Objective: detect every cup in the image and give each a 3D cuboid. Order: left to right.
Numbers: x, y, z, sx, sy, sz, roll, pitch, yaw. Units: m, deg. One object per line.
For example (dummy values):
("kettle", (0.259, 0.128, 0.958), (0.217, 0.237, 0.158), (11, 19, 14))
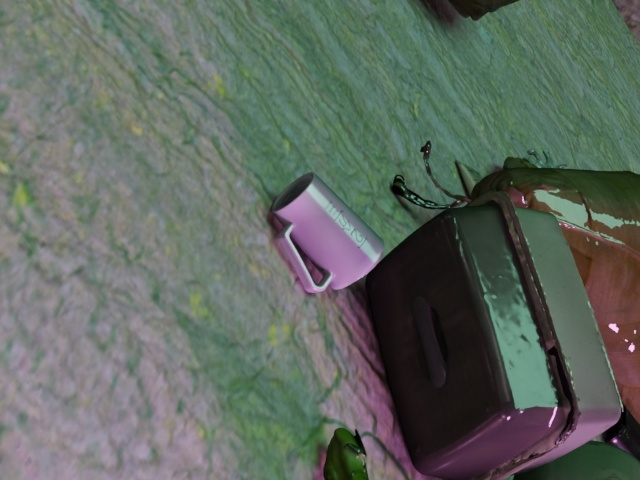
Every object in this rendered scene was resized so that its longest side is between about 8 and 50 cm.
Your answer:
("cup", (0.000, 0.000, 1.300), (0.116, 0.074, 0.104), (48, 58, -19))

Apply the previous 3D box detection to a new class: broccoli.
("broccoli", (0.029, 0.241, 1.092), (0.122, 0.118, 0.204), (37, 18, -21))

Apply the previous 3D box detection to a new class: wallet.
("wallet", (0.533, 0.355, 1.919), (0.318, 0.045, 0.172), (53, 29, -20))

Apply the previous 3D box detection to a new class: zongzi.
("zongzi", (0.313, 0.077, 1.632), (0.447, 0.181, 0.418), (3, 82, -31))

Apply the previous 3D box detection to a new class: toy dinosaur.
("toy dinosaur", (0.384, -0.114, 2.107), (0.209, 0.039, 0.082), (-13, 76, -63))

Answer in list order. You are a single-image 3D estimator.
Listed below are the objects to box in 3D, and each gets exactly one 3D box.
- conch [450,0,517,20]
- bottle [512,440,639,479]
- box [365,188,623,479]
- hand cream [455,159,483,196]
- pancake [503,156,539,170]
("conch", (0.285, -0.491, 2.008), (0.210, 0.352, 0.297), (-100, 172, -49))
("bottle", (0.273, 0.377, 1.306), (0.168, 0.168, 0.347), (51, 30, -20))
("box", (0.177, 0.108, 1.332), (0.166, 0.220, 0.290), (4, 59, -34))
("hand cream", (0.236, -0.056, 1.804), (0.061, 0.039, 0.143), (21, 38, -44))
("pancake", (0.386, -0.051, 1.931), (0.253, 0.037, 0.253), (37, 4, -3))
